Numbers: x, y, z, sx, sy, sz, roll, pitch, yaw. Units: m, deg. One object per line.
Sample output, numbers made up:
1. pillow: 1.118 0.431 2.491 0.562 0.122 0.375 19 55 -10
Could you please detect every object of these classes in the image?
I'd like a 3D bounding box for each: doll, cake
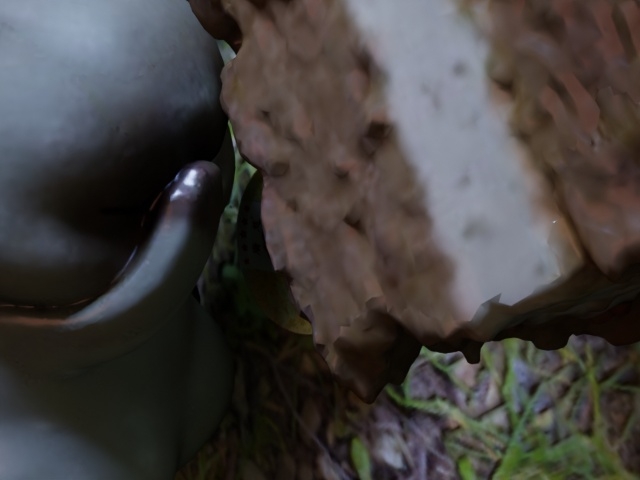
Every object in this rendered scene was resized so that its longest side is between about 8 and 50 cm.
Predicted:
1. doll: -0.146 0.012 0.739 0.226 0.215 0.370 30 129 19
2. cake: 0.127 -0.115 0.466 0.290 0.255 0.282 -33 73 46

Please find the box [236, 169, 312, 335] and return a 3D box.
1. box: 0.000 0.000 0.754 0.105 0.037 0.106 6 99 44
